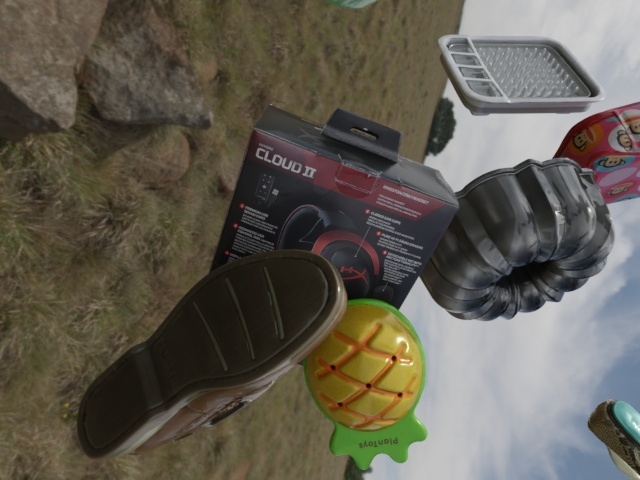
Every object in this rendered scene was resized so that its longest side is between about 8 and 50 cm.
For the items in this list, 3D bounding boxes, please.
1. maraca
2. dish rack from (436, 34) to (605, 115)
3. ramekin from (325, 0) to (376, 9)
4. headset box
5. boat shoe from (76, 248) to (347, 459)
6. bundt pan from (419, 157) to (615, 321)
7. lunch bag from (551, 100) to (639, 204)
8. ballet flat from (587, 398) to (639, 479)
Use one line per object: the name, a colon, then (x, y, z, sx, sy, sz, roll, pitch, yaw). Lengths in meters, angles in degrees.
maraca: (0.050, 0.151, 0.464, 0.099, 0.127, 0.186, -61, 141, -81)
dish rack: (0.452, -0.383, 1.040, 0.072, 0.332, 0.286, 95, -10, -51)
ramekin: (0.046, -0.495, 0.628, 0.303, 0.148, 0.303, 10, 75, -40)
headset box: (0.000, 0.000, 0.512, 0.110, 0.218, 0.293, -85, -164, -61)
boat shoe: (-0.096, 0.112, 0.436, 0.104, 0.307, 0.111, 32, 31, -55)
bundt pan: (0.319, 0.027, 0.724, 0.331, 0.330, 0.124, 91, -11, -52)
lunch bag: (0.606, -0.153, 0.862, 0.258, 0.293, 0.120, 77, 2, -63)
ballet flat: (1.009, 0.697, 1.293, 0.164, 0.483, 0.182, -18, 140, -31)
